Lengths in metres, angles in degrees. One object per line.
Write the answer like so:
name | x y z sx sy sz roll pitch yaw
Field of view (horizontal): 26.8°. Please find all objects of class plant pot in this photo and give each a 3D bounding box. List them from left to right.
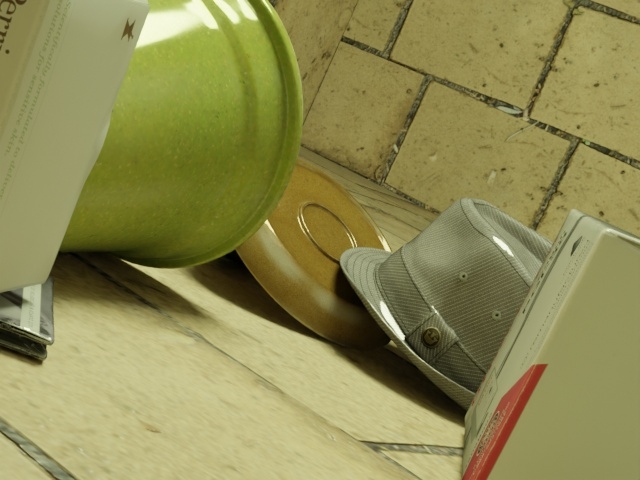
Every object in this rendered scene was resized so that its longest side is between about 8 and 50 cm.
plant pot | -0.188 -0.095 1.028 0.276 0.276 0.254 26 18 18
plant pot | 0.000 0.000 1.298 0.236 0.032 0.236 34 30 -24

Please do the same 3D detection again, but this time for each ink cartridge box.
ink cartridge box | 0.192 0.096 0.955 0.117 0.207 0.283 26 6 4

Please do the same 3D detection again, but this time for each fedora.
fedora | 0.160 0.054 1.231 0.243 0.124 0.275 13 31 -47

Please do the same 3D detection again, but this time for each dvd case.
dvd case | -0.270 0.007 0.829 0.221 0.018 0.164 23 6 -15

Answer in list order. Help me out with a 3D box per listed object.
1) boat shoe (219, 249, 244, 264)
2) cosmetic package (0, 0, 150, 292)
boat shoe | -0.028 -0.020 1.449 0.113 0.127 0.340 14 -6 14
cosmetic package | -0.313 -0.122 0.791 0.365 0.197 0.155 21 7 10
